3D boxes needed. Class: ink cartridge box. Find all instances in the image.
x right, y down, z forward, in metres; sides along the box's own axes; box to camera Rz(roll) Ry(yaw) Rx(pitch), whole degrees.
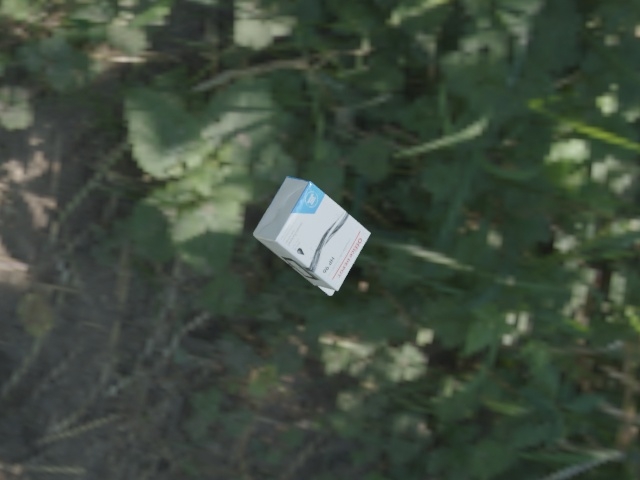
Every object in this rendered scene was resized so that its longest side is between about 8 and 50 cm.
[{"bbox_3d":[0.000,0.000,1.316,0.083,0.028,0.048,39,75,-36],"label":"ink cartridge box"}]
